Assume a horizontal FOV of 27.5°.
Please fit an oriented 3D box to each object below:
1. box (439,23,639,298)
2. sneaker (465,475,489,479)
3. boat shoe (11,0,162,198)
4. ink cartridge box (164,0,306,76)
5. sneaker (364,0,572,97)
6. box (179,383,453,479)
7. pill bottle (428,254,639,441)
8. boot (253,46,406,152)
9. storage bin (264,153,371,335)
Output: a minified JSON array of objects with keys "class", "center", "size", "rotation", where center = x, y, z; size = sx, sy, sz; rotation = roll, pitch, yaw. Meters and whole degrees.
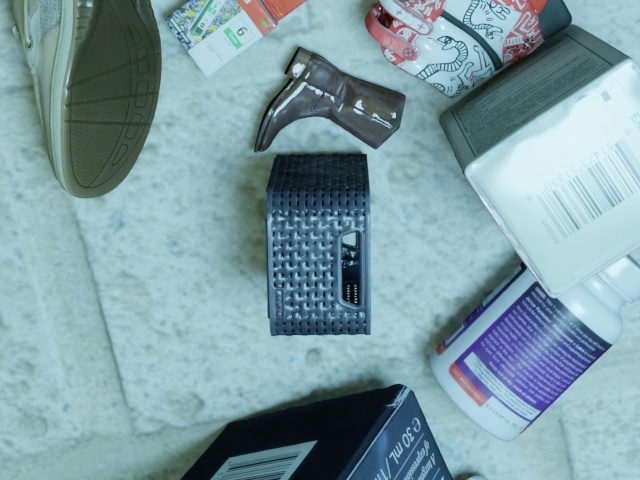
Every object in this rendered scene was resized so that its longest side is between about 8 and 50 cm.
[{"class":"box","center":[0.196,-0.071,1.055],"size":[0.149,0.232,0.126],"rotation":[-34,102,10]},{"class":"sneaker","center":[0.173,0.322,1.247],"size":[0.083,0.084,0.215],"rotation":[-31,99,22]},{"class":"boat shoe","center":[-0.206,-0.188,1.108],"size":[0.098,0.109,0.302],"rotation":[14,110,38]},{"class":"ink cartridge box","center":[-0.070,-0.200,1.130],"size":[0.115,0.029,0.063],"rotation":[-35,101,10]},{"class":"sneaker","center":[0.083,-0.224,1.048],"size":[0.145,0.090,0.270],"rotation":[-35,132,13]},{"class":"box","center":[0.017,0.377,1.122],"size":[0.212,0.293,0.395],"rotation":[-16,106,30]},{"class":"pill bottle","center":[0.198,0.076,1.160],"size":[0.108,0.108,0.193],"rotation":[42,102,-9]},{"class":"boot","center":[0.010,-0.102,1.155],"size":[0.114,0.037,0.106],"rotation":[26,106,-11]},{"class":"storage bin","center":[0.000,0.000,1.105],"size":[0.084,0.180,0.122],"rotation":[0,105,2]}]
